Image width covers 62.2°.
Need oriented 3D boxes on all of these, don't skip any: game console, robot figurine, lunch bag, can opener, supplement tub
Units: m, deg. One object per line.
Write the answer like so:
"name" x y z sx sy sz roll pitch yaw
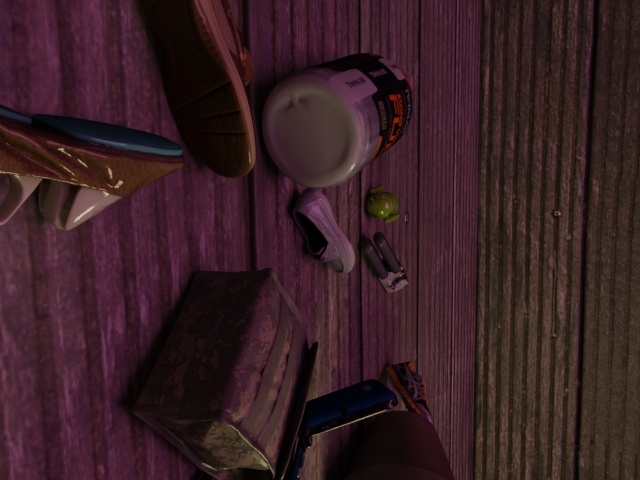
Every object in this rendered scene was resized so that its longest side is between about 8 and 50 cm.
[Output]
"game console" 0.027 0.382 0.967 0.293 0.250 0.174 96 -25 -81
"robot figurine" 0.163 -0.094 1.399 0.115 0.067 0.101 -13 77 -61
"lunch bag" -0.105 0.221 0.797 0.287 0.168 0.235 65 31 -43
"can opener" 0.176 0.061 1.455 0.280 0.074 0.093 52 13 -53
"supplement tub" 0.052 -0.245 1.025 0.338 0.207 0.207 -43 129 -53

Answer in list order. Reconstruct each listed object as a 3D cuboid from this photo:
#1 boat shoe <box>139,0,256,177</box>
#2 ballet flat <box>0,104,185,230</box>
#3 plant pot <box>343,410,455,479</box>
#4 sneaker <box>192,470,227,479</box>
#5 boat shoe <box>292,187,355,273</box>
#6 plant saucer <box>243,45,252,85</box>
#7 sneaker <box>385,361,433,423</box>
"boat shoe" -0.148 -0.260 0.740 0.123 0.123 0.342 -48 127 -49
"ballet flat" -0.284 -0.073 0.520 0.342 0.116 0.124 3 110 -62
"plant pot" 0.201 0.594 1.325 0.280 0.322 0.324 -73 153 -58
"sneaker" -0.160 0.382 0.834 0.158 0.061 0.065 -16 100 -62
"boat shoe" 0.001 0.000 1.100 0.081 0.079 0.228 -55 134 -32
"plant saucer" -0.134 -0.288 0.870 0.083 0.015 0.084 -11 102 -62
"sneaker" 0.263 0.423 1.495 0.215 0.083 0.084 -122 -167 -46
